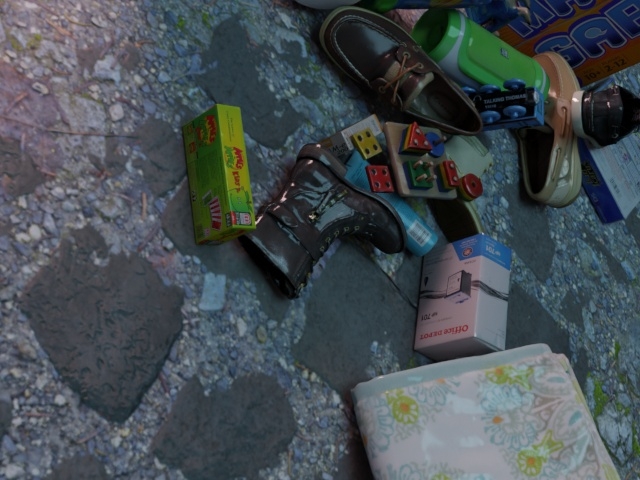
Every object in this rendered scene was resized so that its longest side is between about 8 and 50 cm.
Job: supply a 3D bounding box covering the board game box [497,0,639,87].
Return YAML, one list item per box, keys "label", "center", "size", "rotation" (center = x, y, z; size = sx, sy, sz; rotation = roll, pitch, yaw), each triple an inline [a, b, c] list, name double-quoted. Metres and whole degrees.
- label: "board game box"
  center: [0.572, -0.599, 1.919]
  size: [0.356, 0.356, 0.356]
  rotation: [37, 54, -26]

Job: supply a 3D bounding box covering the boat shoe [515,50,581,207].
- label: "boat shoe"
  center: [0.466, -0.241, 1.863]
  size: [0.110, 0.121, 0.341]
  rotation: [11, 70, -40]

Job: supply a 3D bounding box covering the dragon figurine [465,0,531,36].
- label: "dragon figurine"
  center: [0.326, -0.475, 1.771]
  size: [0.289, 0.144, 0.085]
  rotation: [45, 42, -50]

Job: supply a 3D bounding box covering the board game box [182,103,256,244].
- label: "board game box"
  center: [-0.146, -0.092, 1.288]
  size: [0.043, 0.092, 0.181]
  rotation: [3, 73, -42]

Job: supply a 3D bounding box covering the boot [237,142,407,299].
- label: "boot"
  center: [0.000, 0.000, 1.403]
  size: [0.263, 0.091, 0.229]
  rotation: [41, 57, -18]

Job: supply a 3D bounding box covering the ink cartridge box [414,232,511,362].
- label: "ink cartridge box"
  center: [0.242, 0.101, 1.530]
  size: [0.082, 0.139, 0.190]
  rotation: [29, 58, -32]

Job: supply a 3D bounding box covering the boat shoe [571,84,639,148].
- label: "boat shoe"
  center: [0.617, -0.262, 1.871]
  size: [0.340, 0.113, 0.127]
  rotation: [3, 87, -60]

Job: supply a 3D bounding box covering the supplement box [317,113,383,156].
- label: "supplement box"
  center: [0.051, -0.173, 1.512]
  size: [0.098, 0.062, 0.036]
  rotation: [-33, 99, -42]

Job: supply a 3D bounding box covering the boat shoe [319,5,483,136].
- label: "boat shoe"
  center: [0.151, -0.283, 1.565]
  size: [0.342, 0.123, 0.123]
  rotation: [35, 99, -27]

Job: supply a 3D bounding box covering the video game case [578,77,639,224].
- label: "video game case"
  center: [0.658, -0.208, 2.061]
  size: [0.244, 0.061, 0.269]
  rotation: [-36, 100, -42]

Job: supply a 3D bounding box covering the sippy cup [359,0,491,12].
- label: "sippy cup"
  center: [0.202, -0.510, 1.601]
  size: [0.224, 0.240, 0.305]
  rotation: [4, 57, -15]

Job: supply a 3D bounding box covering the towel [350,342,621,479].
- label: "towel"
  center: [0.260, 0.333, 1.369]
  size: [0.374, 0.090, 0.320]
  rotation: [-9, 60, -17]

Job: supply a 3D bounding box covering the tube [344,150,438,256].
- label: "tube"
  center: [0.115, -0.059, 1.541]
  size: [0.207, 0.052, 0.080]
  rotation: [45, 46, -14]

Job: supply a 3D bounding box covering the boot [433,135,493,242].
- label: "boot"
  center: [0.273, -0.094, 1.674]
  size: [0.165, 0.077, 0.213]
  rotation: [-35, 99, -45]

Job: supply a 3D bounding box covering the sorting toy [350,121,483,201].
- label: "sorting toy"
  center: [0.173, -0.141, 1.525]
  size: [0.274, 0.046, 0.132]
  rotation: [1, 70, -39]

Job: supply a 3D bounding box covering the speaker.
- label: "speaker"
  center: [0.314, -0.345, 1.763]
  size: [0.296, 0.131, 0.131]
  rotation: [21, 62, -35]

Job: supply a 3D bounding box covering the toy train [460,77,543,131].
- label: "toy train"
  center: [0.334, -0.251, 1.716]
  size: [0.105, 0.184, 0.080]
  rotation: [26, 64, -55]

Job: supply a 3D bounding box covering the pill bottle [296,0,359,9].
- label: "pill bottle"
  center: [0.010, -0.575, 1.532]
  size: [0.188, 0.188, 0.334]
  rotation: [14, 67, -38]
